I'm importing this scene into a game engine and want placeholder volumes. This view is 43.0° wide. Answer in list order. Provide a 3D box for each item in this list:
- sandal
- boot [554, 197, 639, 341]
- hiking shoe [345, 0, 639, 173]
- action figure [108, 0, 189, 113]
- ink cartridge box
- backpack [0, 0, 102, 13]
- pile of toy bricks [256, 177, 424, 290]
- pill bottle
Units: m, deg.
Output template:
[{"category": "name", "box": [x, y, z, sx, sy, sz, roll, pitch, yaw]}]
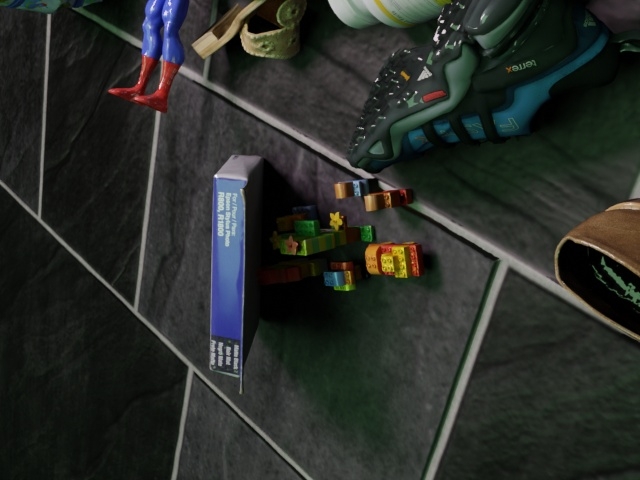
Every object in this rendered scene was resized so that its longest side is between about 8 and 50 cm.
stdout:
[{"category": "sandal", "box": [-0.056, -0.236, 0.902, 0.079, 0.088, 0.240, 48, 151, -19]}, {"category": "boot", "box": [0.295, 0.080, 0.559, 0.305, 0.115, 0.112, 39, 125, 33]}, {"category": "hiking shoe", "box": [0.121, -0.113, 0.696, 0.304, 0.132, 0.113, -34, 32, 65]}, {"category": "action figure", "box": [-0.196, -0.304, 0.934, 0.092, 0.139, 0.280, 22, 92, 41]}, {"category": "ink cartridge box", "box": [-0.096, 0.027, 0.909, 0.224, 0.045, 0.223, -90, 3, -77]}, {"category": "backpack", "box": [-0.371, -0.475, 1.057, 0.290, 0.273, 0.355, 39, 106, 34]}, {"category": "pile of toy bricks", "box": [0.000, 0.000, 0.862, 0.212, 0.105, 0.118, -1, 99, 47]}, {"category": "pill bottle", "box": [0.091, -0.244, 0.700, 0.184, 0.103, 0.103, -7, 95, 48]}]
